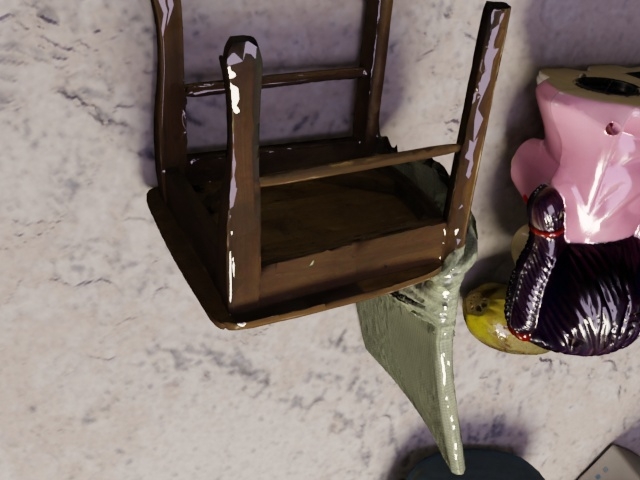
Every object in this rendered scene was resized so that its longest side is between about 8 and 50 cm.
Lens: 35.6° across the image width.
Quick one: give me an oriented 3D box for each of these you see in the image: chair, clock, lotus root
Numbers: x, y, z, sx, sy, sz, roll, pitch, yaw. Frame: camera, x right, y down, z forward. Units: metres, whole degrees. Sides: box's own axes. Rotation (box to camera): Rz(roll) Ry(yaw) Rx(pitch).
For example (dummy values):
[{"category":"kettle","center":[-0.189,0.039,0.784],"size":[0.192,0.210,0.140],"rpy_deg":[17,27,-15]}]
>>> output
[{"category":"chair","center":[0.000,0.000,0.604],"size":[0.186,0.160,0.319],"rpy_deg":[-12,124,-22]},{"category":"clock","center":[0.217,-0.020,0.699],"size":[0.194,0.100,0.196],"rpy_deg":[-7,116,-28]},{"category":"lotus root","center":[0.152,0.063,0.768],"size":[0.099,0.054,0.049],"rpy_deg":[15,103,-30]}]

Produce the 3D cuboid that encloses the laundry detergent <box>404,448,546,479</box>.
[{"category":"laundry detergent","center":[0.103,0.322,0.890],"size":[0.143,0.094,0.290],"rpy_deg":[3,120,-28]}]

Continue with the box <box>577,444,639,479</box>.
[{"category":"box","center":[0.252,0.327,0.921],"size":[0.067,0.149,0.233],"rpy_deg":[26,109,-36]}]
